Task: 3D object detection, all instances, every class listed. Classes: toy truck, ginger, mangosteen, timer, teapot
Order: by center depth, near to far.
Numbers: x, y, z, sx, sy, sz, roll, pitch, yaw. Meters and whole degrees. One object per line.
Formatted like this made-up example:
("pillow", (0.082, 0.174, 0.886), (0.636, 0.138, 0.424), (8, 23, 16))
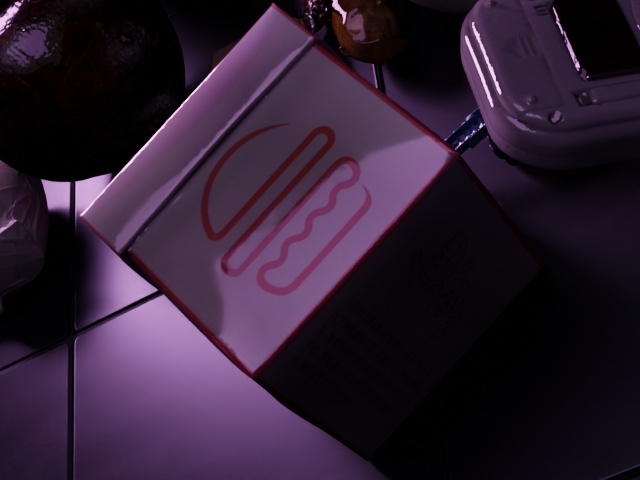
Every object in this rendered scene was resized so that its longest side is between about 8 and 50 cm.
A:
("timer", (0.282, -0.193, 1.751), (0.237, 0.087, 0.262), (-11, 48, -4))
("toy truck", (0.197, -0.117, 1.841), (0.136, 0.074, 0.063), (-44, 39, 29))
("ginger", (0.077, -0.354, 2.079), (0.133, 0.107, 0.309), (0, 61, 28))
("mangosteen", (-0.337, -0.232, 2.158), (0.330, 0.330, 0.330), (-21, 49, 26))
("teapot", (-0.475, -0.003, 2.224), (0.222, 0.163, 0.178), (-33, 52, 15))

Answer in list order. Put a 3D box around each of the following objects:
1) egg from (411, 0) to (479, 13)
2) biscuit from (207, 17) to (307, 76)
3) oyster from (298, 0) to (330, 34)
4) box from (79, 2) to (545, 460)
("egg", (0.185, -0.373, 1.931), (0.283, 0.203, 0.203), (5, 61, 16))
("biscuit", (-0.078, -0.164, 2.101), (0.150, 0.052, 0.252), (-24, 51, 30))
("oyster", (0.051, -0.425, 2.191), (0.129, 0.078, 0.345), (13, 65, 34))
("box", (0.000, 0.000, 1.703), (0.312, 0.314, 0.300), (-47, 56, -1))
